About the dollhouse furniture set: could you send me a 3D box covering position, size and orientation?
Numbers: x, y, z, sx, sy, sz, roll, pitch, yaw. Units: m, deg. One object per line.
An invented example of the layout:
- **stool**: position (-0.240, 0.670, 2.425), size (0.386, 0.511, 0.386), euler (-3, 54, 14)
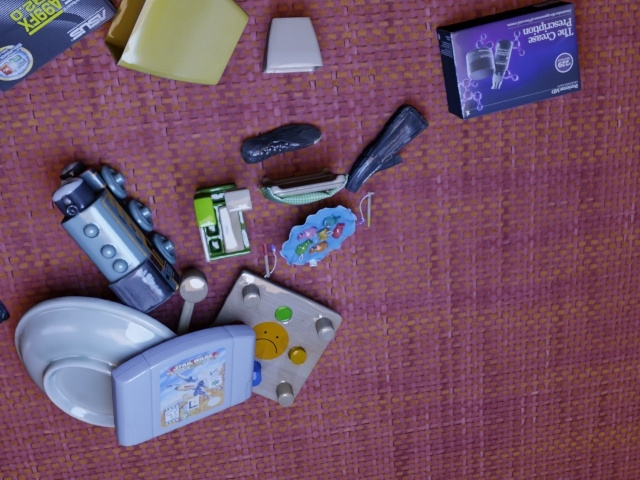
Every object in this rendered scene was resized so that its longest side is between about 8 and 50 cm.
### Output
- **dollhouse furniture set**: position (-0.096, -0.045, 1.560), size (0.302, 0.197, 0.151), euler (-10, 102, -7)

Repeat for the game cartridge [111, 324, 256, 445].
- **game cartridge**: position (-0.262, 0.275, 1.517), size (0.297, 0.062, 0.198), euler (-17, 133, -32)

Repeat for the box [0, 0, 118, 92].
- **box**: position (-0.532, -0.410, 1.367), size (0.270, 0.060, 0.216), euler (-33, 153, 3)

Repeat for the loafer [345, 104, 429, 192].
- **loafer**: position (0.139, -0.183, 1.624), size (0.078, 0.076, 0.223), euler (39, 95, -12)

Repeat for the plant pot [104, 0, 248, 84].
- **plant pot**: position (-0.257, -0.402, 1.418), size (0.187, 0.212, 0.212), euler (20, 105, -29)

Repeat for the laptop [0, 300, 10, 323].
- **laptop**: position (-0.837, 0.129, 1.599), size (0.264, 0.137, 0.234), euler (-36, 115, -24)

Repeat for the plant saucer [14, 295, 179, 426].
- **plant saucer**: position (-0.448, 0.283, 1.581), size (0.401, 0.100, 0.400), euler (6, 134, 6)

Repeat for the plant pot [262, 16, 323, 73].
- **plant pot**: position (-0.058, -0.382, 1.507), size (0.109, 0.109, 0.096), euler (-4, 98, -8)

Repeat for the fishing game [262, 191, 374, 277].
- **fishing game**: position (0.000, 0.000, 1.632), size (0.264, 0.041, 0.189), euler (-24, 151, -16)

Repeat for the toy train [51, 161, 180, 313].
- **toy train**: position (-0.402, -0.004, 1.529), size (0.142, 0.190, 0.334), euler (-31, 112, 5)

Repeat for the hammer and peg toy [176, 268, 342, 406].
- **hammer and peg toy**: position (-0.168, 0.200, 1.682), size (0.361, 0.127, 0.266), euler (25, 105, -17)

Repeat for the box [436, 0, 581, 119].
- **box**: position (0.389, -0.373, 1.589), size (0.261, 0.103, 0.184), euler (-15, 114, -4)

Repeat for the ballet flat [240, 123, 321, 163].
- **ballet flat**: position (-0.082, -0.202, 1.602), size (0.173, 0.057, 0.049), euler (-14, 152, -4)
